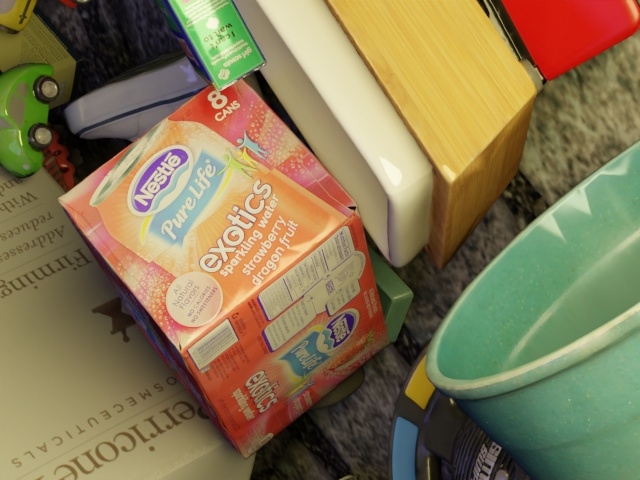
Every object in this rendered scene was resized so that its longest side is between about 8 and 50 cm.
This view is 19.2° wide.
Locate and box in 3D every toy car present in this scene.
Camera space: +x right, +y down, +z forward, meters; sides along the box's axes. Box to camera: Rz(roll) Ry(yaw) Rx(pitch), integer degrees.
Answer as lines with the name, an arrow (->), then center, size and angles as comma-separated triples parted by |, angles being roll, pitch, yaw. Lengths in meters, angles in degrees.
toy car -> -0.252, -0.167, 1.598 | 0.239, 0.053, 0.225 | -8, 74, 54

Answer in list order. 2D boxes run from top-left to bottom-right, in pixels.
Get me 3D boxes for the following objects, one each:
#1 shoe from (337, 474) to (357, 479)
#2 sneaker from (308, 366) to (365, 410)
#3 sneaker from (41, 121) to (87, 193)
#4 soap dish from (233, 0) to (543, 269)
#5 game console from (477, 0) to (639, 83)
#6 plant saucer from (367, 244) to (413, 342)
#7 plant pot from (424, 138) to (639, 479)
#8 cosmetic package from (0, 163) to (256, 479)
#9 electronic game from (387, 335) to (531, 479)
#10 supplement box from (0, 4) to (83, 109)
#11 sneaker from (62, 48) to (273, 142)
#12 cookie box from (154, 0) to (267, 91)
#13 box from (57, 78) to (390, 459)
shoe -> 0.008, 0.280, 1.666 | 0.081, 0.063, 0.178 | 55, 144, 17
sneaker -> -0.075, 0.035, 1.574 | 0.270, 0.090, 0.145 | 27, 137, 47
sneaker -> -0.328, -0.095, 1.797 | 0.276, 0.135, 0.098 | 50, 145, 17
soap dish -> 0.023, -0.137, 1.202 | 0.291, 0.118, 0.229 | 58, 175, 13
game console -> 0.127, -0.172, 1.198 | 0.144, 0.085, 0.124 | 62, 180, 1
plant saucer -> 0.000, 0.000, 1.509 | 0.192, 0.018, 0.067 | 46, 146, 22
plant pot -> 0.239, 0.086, 1.021 | 0.255, 0.271, 0.271 | 52, 150, -10
cosmetic package -> -0.308, 0.182, 1.637 | 0.394, 0.329, 0.327 | 46, 145, 25
electronic game -> 0.128, 0.161, 1.345 | 0.229, 0.048, 0.229 | -6, 82, 50
supplement box -> -0.276, -0.159, 1.719 | 0.083, 0.083, 0.056 | 48, 145, 22
sneaker -> -0.130, -0.100, 1.548 | 0.258, 0.094, 0.091 | -7, 113, 60
cookie box -> -0.083, -0.156, 1.213 | 0.107, 0.040, 0.092 | 60, 175, -18
box -> -0.057, 0.026, 1.350 | 0.142, 0.154, 0.300 | 50, 173, 19
